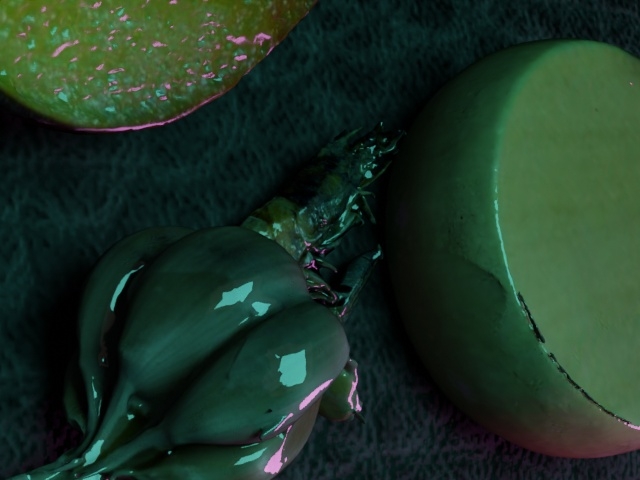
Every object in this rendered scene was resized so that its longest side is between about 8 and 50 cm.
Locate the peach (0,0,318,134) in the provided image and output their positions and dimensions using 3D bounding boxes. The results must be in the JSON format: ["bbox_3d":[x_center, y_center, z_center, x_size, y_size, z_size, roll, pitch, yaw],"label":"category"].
[{"bbox_3d":[-0.098,-0.145,0.860,0.279,0.068,0.189,2,100,-50],"label":"peach"}]

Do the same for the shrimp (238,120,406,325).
[{"bbox_3d":[0.000,0.000,1.004,0.161,0.034,0.091,-50,126,-34],"label":"shrimp"}]

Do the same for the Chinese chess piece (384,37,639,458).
[{"bbox_3d":[0.147,0.005,1.099,0.251,0.097,0.251,15,67,-41],"label":"Chinese chess piece"}]

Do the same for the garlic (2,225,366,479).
[{"bbox_3d":[-0.076,0.067,0.854,0.194,0.127,0.131,-27,55,-30],"label":"garlic"}]
